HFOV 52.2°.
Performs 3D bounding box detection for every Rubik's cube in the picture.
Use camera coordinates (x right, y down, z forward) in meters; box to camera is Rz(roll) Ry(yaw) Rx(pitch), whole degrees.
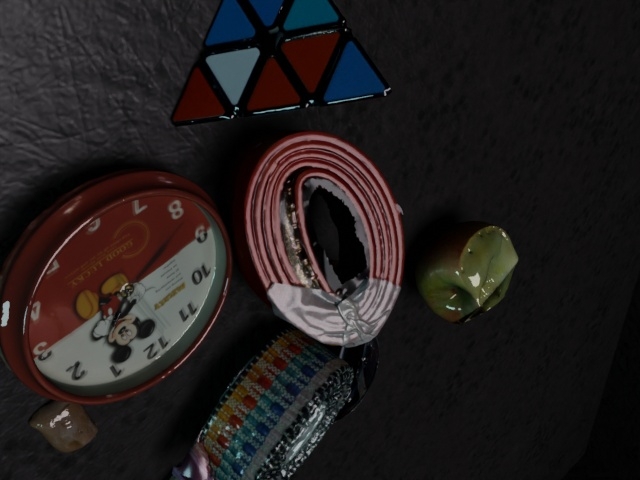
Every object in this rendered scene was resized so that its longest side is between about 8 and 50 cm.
[{"bbox_3d":[-0.066,-0.181,0.795,0.234,0.250,0.284,-30,141,-4],"label":"Rubik's cube"}]

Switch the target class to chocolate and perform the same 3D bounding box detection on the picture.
[{"bbox_3d":[-0.340,0.255,0.881,0.065,0.031,0.100,-33,137,-21],"label":"chocolate"}]

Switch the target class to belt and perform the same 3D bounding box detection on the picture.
[{"bbox_3d":[-0.087,0.287,1.076,0.295,0.161,0.207,-54,158,-3],"label":"belt"},{"bbox_3d":[0.000,0.000,0.916,0.227,0.115,0.323,-29,110,-15],"label":"belt"}]

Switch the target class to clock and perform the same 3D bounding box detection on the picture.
[{"bbox_3d":[-0.246,0.059,0.817,0.318,0.080,0.318,-31,135,-37],"label":"clock"}]

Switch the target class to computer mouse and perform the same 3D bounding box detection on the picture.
[{"bbox_3d":[0.030,0.260,1.224,0.233,0.096,0.137,-55,141,-2],"label":"computer mouse"}]

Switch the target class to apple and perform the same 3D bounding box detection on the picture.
[{"bbox_3d":[0.288,0.059,1.311,0.188,0.174,0.207,-53,144,-39],"label":"apple"}]

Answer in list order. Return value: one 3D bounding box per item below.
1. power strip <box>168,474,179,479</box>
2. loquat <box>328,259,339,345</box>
[{"bbox_3d":[-0.212,0.453,1.128,0.080,0.029,0.227,-56,140,-8],"label":"power strip"},{"bbox_3d":[0.024,0.102,1.082,0.141,0.141,0.141,-26,131,-34],"label":"loquat"}]
